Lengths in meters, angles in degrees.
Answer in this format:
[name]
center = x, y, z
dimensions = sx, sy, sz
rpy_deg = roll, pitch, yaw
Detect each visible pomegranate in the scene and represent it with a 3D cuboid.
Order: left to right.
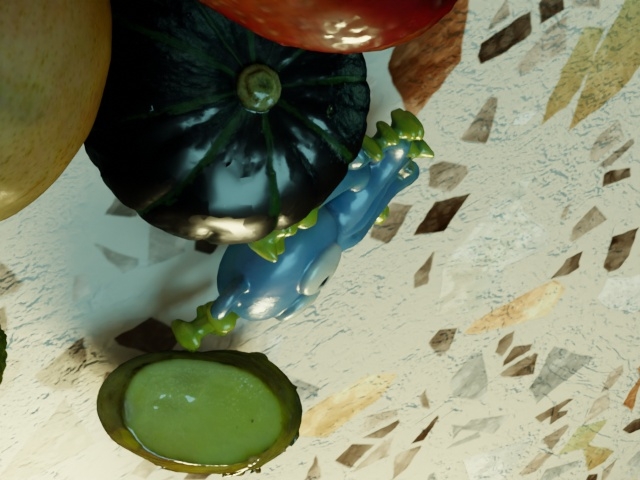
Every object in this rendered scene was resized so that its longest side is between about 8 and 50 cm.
[pomegranate]
center = -0.282, -0.152, 0.944
dimensions = 0.319, 0.319, 0.319
rpy_deg = -27, 145, -21

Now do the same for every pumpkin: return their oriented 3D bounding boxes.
[pumpkin]
center = -0.093, -0.120, 1.263
dimensions = 0.248, 0.248, 0.248
rpy_deg = -27, 145, -21

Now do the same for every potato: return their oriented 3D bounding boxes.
[potato]
center = -0.127, 0.187, 1.612
dimensions = 0.176, 0.141, 0.298
rpy_deg = -8, 173, 30

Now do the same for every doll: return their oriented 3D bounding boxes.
[doll]
center = 0.000, 0.000, 1.490
dimensions = 0.341, 0.099, 0.346
rpy_deg = -32, 170, -41

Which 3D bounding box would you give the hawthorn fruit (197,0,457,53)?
[hawthorn fruit]
center = 0.015, -0.261, 1.039
dimensions = 0.285, 0.369, 0.285
rpy_deg = -45, 162, -19

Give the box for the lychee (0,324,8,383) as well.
[lychee]
center = -0.346, 0.119, 1.359
dimensions = 0.146, 0.114, 0.114
rpy_deg = -37, 154, -44
